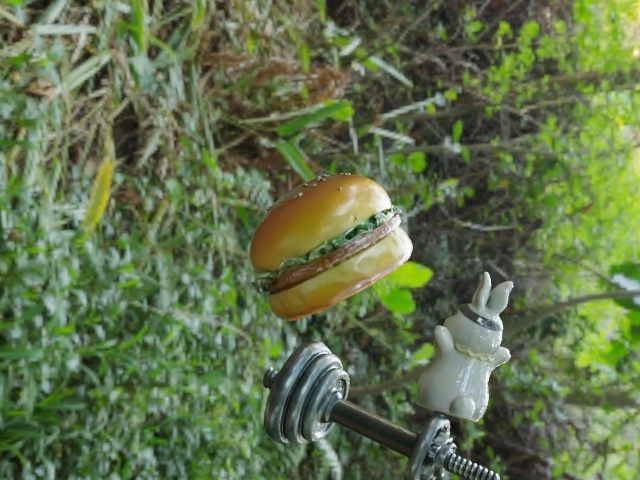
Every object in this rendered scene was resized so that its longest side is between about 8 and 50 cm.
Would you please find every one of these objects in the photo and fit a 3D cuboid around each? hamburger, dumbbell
[{"bbox_3d":[0.001,0.000,1.272,0.170,0.246,0.246,65,15,-2],"label":"hamburger"},{"bbox_3d":[0.053,0.184,0.869,0.110,0.255,0.110,-49,151,-39],"label":"dumbbell"}]

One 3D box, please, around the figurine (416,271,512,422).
[{"bbox_3d":[0.139,0.106,0.913,0.081,0.098,0.146,22,77,-33],"label":"figurine"}]
